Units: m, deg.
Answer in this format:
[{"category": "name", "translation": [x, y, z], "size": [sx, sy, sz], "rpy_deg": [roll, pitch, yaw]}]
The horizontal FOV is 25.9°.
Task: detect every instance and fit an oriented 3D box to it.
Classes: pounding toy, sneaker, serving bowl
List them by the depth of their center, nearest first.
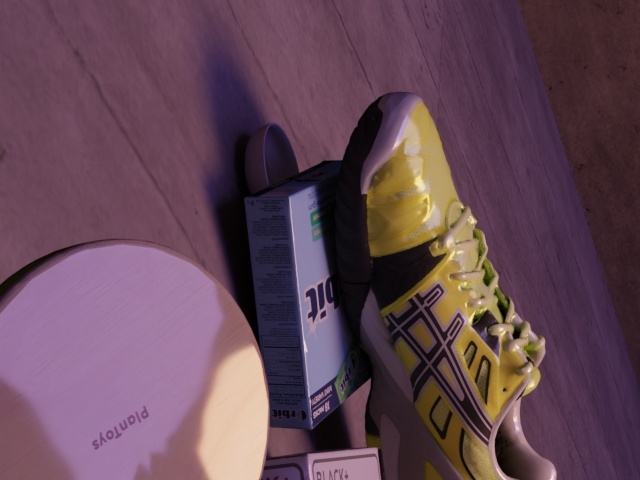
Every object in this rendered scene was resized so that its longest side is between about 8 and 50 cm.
[{"category": "pounding toy", "translation": [-0.148, 0.089, 0.672], "size": [0.237, 0.110, 0.183], "rpy_deg": [3, 88, -42]}, {"category": "serving bowl", "translation": [-0.043, -0.053, 1.136], "size": [0.083, 0.027, 0.083], "rpy_deg": [-9, 90, -72]}, {"category": "sneaker", "translation": [0.109, 0.059, 1.144], "size": [0.145, 0.147, 0.385], "rpy_deg": [-48, 132, -56]}]

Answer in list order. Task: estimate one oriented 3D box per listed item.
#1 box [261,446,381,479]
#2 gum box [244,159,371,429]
[{"category": "box", "translation": [-0.006, 0.292, 0.968], "size": [0.169, 0.087, 0.290], "rpy_deg": [22, 60, -69]}, {"category": "gum box", "translation": [-0.001, 0.039, 1.123], "size": [0.157, 0.041, 0.184], "rpy_deg": [-30, 117, -63]}]
